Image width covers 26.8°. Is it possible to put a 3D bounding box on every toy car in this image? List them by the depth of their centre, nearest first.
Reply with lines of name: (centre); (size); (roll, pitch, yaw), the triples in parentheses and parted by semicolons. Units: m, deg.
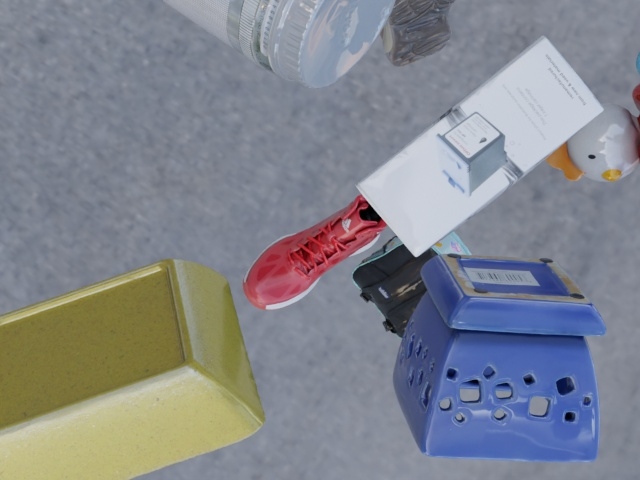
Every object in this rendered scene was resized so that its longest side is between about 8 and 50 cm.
toy car: (0.440, -0.130, 1.915); (0.219, 0.237, 0.210); (49, 31, -48)

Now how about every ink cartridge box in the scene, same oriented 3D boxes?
ink cartridge box: (0.133, -0.076, 1.117); (0.190, 0.082, 0.139); (-40, 177, 8)

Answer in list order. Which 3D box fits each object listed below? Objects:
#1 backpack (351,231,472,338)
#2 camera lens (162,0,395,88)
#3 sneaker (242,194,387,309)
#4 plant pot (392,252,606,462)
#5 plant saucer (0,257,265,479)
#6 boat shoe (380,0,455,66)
backpack: (0.175, 0.057, 2.268); (0.144, 0.166, 0.188); (-37, -178, -42)
camera lens: (-0.066, -0.339, 1.647); (0.219, 0.274, 0.219); (-45, 158, -24)
sneaker: (0.000, 0.000, 1.725); (0.221, 0.087, 0.128); (-37, 173, -24)
plant pot: (0.233, 0.143, 1.746); (0.235, 0.236, 0.212); (3, 109, -7)
plant saucer: (-0.250, 0.141, 1.490); (0.332, 0.333, 0.081); (-18, 120, -3)
boat shoe: (0.120, -0.351, 1.794); (0.123, 0.116, 0.324); (-18, 163, -12)
